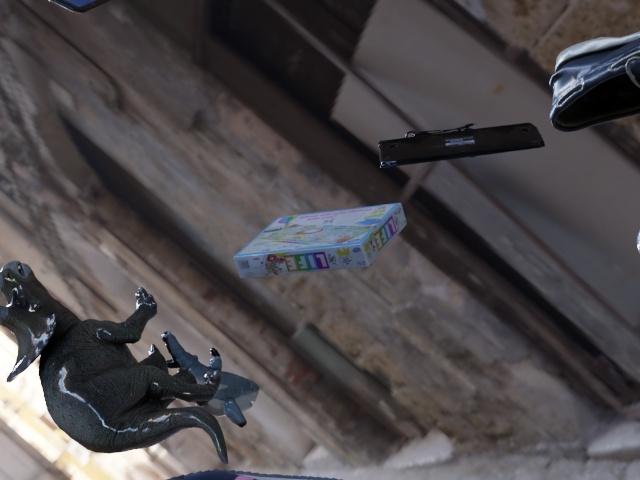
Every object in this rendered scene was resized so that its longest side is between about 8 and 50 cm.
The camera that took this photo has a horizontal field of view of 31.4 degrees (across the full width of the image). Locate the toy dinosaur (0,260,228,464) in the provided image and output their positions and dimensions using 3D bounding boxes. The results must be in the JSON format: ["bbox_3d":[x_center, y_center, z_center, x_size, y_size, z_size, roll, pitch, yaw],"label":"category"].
[{"bbox_3d":[-0.196,0.139,1.061,0.160,0.313,0.121,-24,-40,-29],"label":"toy dinosaur"}]

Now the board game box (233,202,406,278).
[{"bbox_3d":[0.000,0.000,1.183,0.154,0.026,0.103,-6,22,31],"label":"board game box"}]

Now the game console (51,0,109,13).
[{"bbox_3d":[-0.310,-0.327,1.359,0.071,0.107,0.122,-7,18,10],"label":"game console"}]

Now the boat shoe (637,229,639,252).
[{"bbox_3d":[0.389,-0.050,1.042,0.226,0.083,0.076,-30,-37,20],"label":"boat shoe"}]

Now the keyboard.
[{"bbox_3d":[0.166,-0.106,1.352,0.100,0.192,0.038,-86,-11,-64],"label":"keyboard"}]

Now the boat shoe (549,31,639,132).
[{"bbox_3d":[0.311,-0.155,1.043,0.254,0.095,0.079,-7,61,49],"label":"boat shoe"}]

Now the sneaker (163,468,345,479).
[{"bbox_3d":[-0.079,0.358,1.396,0.131,0.319,0.112,-107,17,-67],"label":"sneaker"}]

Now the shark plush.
[{"bbox_3d":[-0.140,0.160,1.363,0.073,0.161,0.067,-10,44,56],"label":"shark plush"}]
